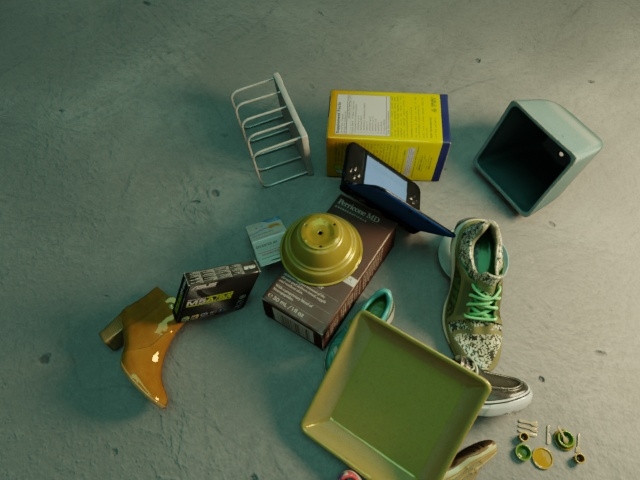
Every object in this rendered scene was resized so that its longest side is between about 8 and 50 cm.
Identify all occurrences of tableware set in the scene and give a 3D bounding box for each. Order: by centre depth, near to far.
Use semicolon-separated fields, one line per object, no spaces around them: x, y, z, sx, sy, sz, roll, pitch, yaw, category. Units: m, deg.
0.540;0.486;1.173;0.154;0.024;0.103;13;63;8;tableware set

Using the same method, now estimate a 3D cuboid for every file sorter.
-0.154;-0.339;1.554;0.173;0.192;0.277;-20;63;-5;file sorter

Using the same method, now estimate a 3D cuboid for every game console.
0.218;-0.142;1.362;0.293;0.173;0.250;29;54;-28;game console

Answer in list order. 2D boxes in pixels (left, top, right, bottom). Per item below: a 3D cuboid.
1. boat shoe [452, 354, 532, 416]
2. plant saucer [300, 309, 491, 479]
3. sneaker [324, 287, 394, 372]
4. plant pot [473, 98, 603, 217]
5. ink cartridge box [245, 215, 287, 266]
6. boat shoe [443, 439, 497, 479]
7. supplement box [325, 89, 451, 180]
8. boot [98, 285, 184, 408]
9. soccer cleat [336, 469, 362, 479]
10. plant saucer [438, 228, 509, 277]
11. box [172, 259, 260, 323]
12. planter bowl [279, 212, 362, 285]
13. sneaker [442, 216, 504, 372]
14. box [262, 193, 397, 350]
0.335;0.335;1.187;0.336;0.121;0.118;1;102;3;boat shoe
0.167;0.378;1.143;0.333;0.081;0.332;28;95;22;plant saucer
0.099;0.233;1.277;0.107;0.110;0.275;29;67;16;sneaker
0.663;-0.262;1.465;0.253;0.247;0.247;-20;61;-29;plant pot
-0.141;-0.001;1.385;0.105;0.061;0.181;-19;24;-9;ink cartridge box
0.329;0.529;1.140;0.190;0.068;0.072;-29;76;-2;boat shoe
0.199;-0.319;1.528;0.357;0.195;0.194;4;61;3;supplement box
-0.415;0.260;1.282;0.211;0.104;0.295;-40;63;-18;boot
0.101;0.621;1.072;0.083;0.095;0.247;-24;62;-8;soccer cleat
0.428;0.052;1.407;0.195;0.037;0.194;-1;62;1;plant saucer
-0.267;0.131;1.268;0.191;0.184;0.045;-9;59;-34;box
0.000;0.000;1.266;0.218;0.090;0.217;-1;62;2;planter bowl
0.397;0.128;1.254;0.158;0.182;0.409;0;81;5;sneaker
0.033;0.080;1.349;0.191;0.143;0.381;28;64;16;box
